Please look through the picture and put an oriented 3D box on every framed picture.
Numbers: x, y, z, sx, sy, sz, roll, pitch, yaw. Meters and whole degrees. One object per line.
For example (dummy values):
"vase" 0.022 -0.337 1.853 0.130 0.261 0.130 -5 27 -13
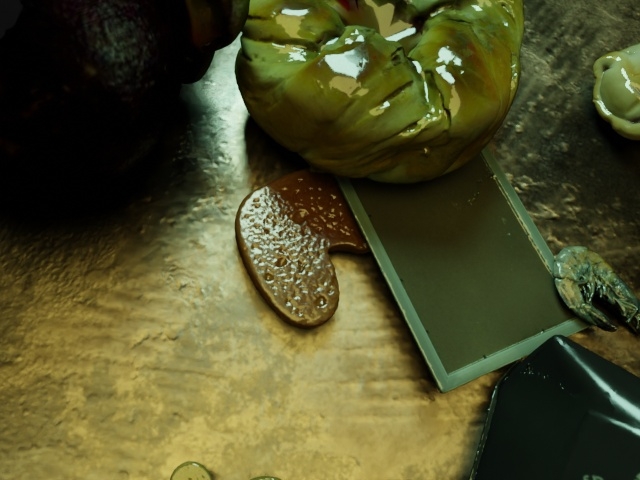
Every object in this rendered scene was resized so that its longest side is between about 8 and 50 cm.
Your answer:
"framed picture" 0.168 0.009 0.737 0.231 0.018 0.293 -17 71 -22

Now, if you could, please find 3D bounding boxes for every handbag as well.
"handbag" 0.287 0.273 0.565 0.343 0.152 0.287 24 74 36

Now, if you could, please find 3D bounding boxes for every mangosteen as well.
"mangosteen" -0.279 -0.220 0.636 0.436 0.382 0.381 -19 70 -28

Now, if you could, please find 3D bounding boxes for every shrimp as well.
"shrimp" 0.344 0.076 0.734 0.161 0.034 0.091 44 65 11

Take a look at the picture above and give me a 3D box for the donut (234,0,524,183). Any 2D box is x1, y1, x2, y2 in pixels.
"donut" 0.078 -0.233 0.742 0.361 0.170 0.360 5 57 -8

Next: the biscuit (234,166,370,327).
"biscuit" 0.000 0.000 0.735 0.192 0.036 0.186 -25 72 -16

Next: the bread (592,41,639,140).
"bread" 0.478 -0.221 0.843 0.225 0.081 0.134 -26 68 -12

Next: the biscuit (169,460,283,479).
"biscuit" -0.131 0.304 0.605 0.241 0.035 0.158 -14 72 -10
